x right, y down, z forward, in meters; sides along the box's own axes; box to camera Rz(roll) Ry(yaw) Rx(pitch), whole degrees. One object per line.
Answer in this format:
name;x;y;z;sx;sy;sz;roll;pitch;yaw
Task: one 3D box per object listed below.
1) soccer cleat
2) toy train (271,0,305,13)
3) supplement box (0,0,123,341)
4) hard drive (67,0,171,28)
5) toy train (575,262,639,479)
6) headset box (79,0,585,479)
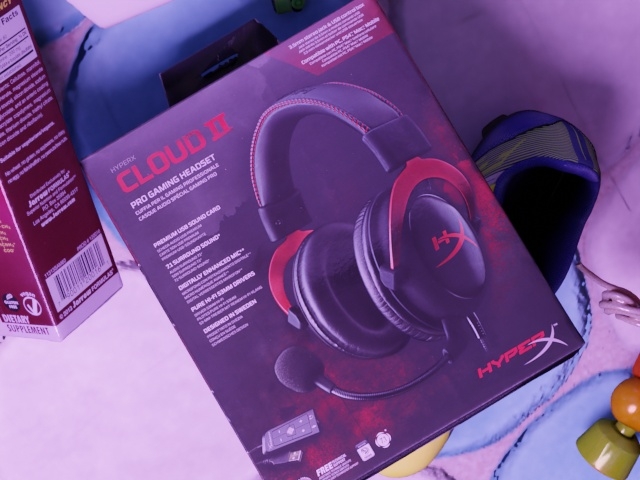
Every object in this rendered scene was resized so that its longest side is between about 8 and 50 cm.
soccer cleat;0.102;0.046;1.374;0.093;0.121;0.289;20;105;-23
toy train;-0.028;-0.187;1.301;0.024;0.017;0.083;-12;114;0
supplement box;-0.224;-0.058;1.228;0.073;0.130;0.239;-44;125;-45
hard drive;-0.038;-0.230;1.153;0.308;0.040;0.203;-20;156;15
toy train;0.238;0.116;1.462;0.248;0.105;0.143;28;115;-24
headset box;0.000;0.000;1.272;0.218;0.110;0.293;-30;82;-1
